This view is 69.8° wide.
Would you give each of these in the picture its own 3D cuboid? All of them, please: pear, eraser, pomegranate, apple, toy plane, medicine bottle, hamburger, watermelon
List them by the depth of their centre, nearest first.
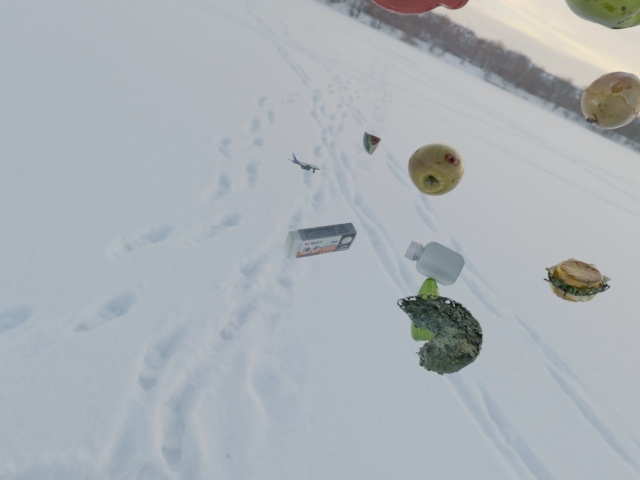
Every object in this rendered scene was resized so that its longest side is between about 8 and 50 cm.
[{"bbox_3d":[0.000,0.000,0.793,0.122,0.052,0.029,-8,56,-25],"label":"eraser"},{"bbox_3d":[-0.037,-0.178,1.083,0.085,0.024,0.078,24,0,-31],"label":"toy plane"},{"bbox_3d":[0.743,-0.679,1.131,0.295,0.294,0.294,21,26,-11],"label":"pear"},{"bbox_3d":[0.794,0.128,1.426,0.190,0.093,0.164,-11,33,-16],"label":"hamburger"},{"bbox_3d":[0.376,-0.229,1.497,0.183,0.182,0.155,26,52,0],"label":"apple"},{"bbox_3d":[0.373,0.066,1.514,0.183,0.119,0.069,27,3,7],"label":"medicine bottle"},{"bbox_3d":[0.978,-0.464,1.533,0.191,0.191,0.191,21,26,-11],"label":"pomegranate"},{"bbox_3d":[0.197,-0.388,1.792,0.072,0.084,0.092,-8,72,-24],"label":"watermelon"}]

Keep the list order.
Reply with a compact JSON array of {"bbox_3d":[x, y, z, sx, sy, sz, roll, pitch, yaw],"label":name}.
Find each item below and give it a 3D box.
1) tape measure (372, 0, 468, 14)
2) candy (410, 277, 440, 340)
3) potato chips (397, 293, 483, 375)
[{"bbox_3d":[0.182,-0.568,0.872,0.261,0.253,0.113,8,60,22],"label":"tape measure"},{"bbox_3d":[0.342,0.223,1.467,0.097,0.209,0.097,6,-6,1],"label":"candy"},{"bbox_3d":[0.274,0.207,1.044,0.202,0.029,0.219,13,42,-1],"label":"potato chips"}]
